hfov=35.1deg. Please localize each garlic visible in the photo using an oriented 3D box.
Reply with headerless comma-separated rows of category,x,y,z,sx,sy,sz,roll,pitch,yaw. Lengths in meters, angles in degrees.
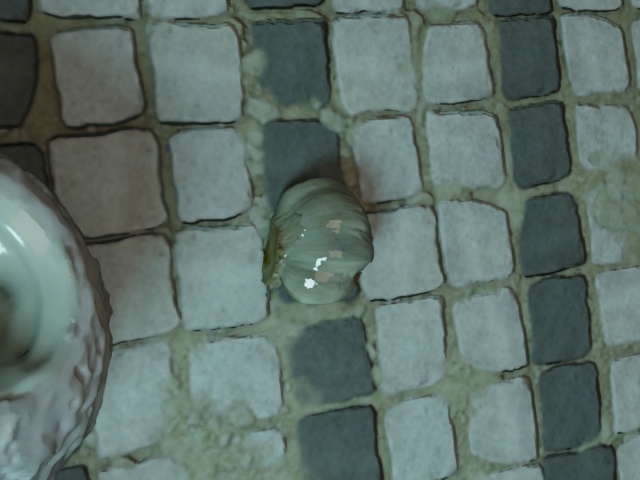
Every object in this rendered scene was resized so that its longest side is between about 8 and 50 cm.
garlic,0.005,-0.001,0.823,0.094,0.074,0.113,5,70,-15

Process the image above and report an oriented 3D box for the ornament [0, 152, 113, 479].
ornament,-0.260,0.060,0.607,0.259,0.225,0.260,24,52,-35
